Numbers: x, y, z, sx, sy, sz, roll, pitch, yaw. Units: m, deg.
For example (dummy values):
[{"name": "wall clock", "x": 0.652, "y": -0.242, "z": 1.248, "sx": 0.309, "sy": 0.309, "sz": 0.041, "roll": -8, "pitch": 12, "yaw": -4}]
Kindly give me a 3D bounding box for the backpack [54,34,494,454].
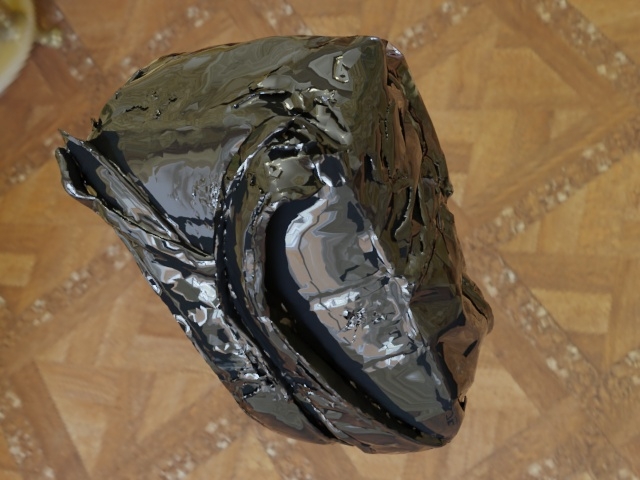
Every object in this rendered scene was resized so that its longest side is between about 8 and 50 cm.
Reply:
[{"name": "backpack", "x": -0.002, "y": 0.001, "z": 0.439, "sx": 0.120, "sy": 0.165, "sz": 0.106, "roll": 6, "pitch": 52, "yaw": 35}]
